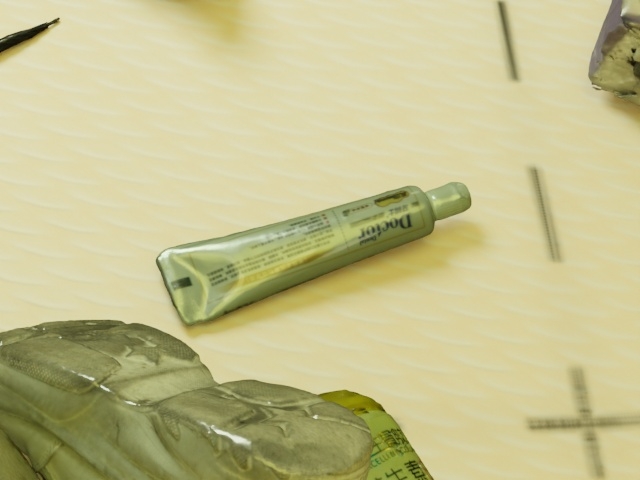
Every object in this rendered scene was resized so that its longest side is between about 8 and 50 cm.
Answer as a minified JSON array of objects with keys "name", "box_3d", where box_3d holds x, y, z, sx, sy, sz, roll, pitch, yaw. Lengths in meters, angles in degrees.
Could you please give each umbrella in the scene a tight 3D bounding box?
[{"name":"umbrella","box_3d":[-0.275,-0.154,1.289,0.148,0.022,0.022,-29,105,-23]}]

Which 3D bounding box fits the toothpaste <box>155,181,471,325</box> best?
[{"name":"toothpaste","box_3d":[0.000,0.000,1.232,0.255,0.037,0.067,-18,70,-14]}]

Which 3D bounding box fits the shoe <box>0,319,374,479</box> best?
[{"name":"shoe","box_3d":[-0.121,0.178,1.043,0.342,0.211,0.132,18,16,39]}]

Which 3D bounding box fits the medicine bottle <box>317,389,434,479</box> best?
[{"name":"medicine bottle","box_3d":[0.044,0.212,1.067,0.124,0.124,0.239,-28,68,-22]}]

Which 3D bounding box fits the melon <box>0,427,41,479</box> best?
[{"name":"melon","box_3d":[-0.271,0.228,0.925,0.268,0.268,0.330,-24,78,-20]}]

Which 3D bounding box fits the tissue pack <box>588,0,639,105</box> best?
[{"name":"tissue pack","box_3d":[0.389,-0.251,1.381,0.242,0.125,0.344,20,61,0]}]
